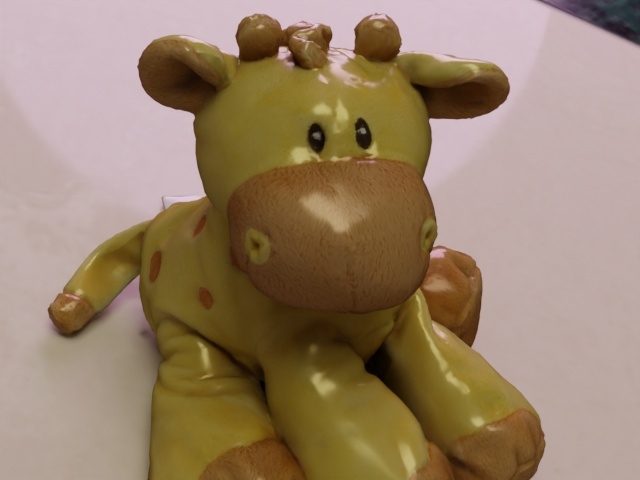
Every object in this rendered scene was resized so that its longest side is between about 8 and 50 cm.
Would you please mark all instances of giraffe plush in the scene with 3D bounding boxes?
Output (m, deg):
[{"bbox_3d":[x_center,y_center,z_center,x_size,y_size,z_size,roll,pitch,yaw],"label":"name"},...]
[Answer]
[{"bbox_3d":[0.000,0.000,0.762,0.181,0.170,0.210,-21,57,-31],"label":"giraffe plush"}]
